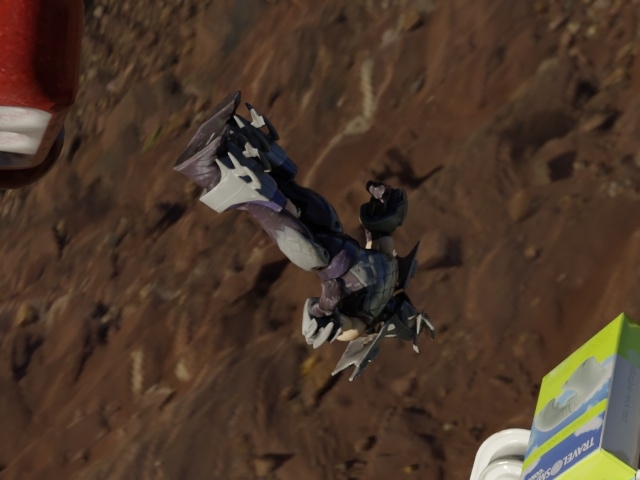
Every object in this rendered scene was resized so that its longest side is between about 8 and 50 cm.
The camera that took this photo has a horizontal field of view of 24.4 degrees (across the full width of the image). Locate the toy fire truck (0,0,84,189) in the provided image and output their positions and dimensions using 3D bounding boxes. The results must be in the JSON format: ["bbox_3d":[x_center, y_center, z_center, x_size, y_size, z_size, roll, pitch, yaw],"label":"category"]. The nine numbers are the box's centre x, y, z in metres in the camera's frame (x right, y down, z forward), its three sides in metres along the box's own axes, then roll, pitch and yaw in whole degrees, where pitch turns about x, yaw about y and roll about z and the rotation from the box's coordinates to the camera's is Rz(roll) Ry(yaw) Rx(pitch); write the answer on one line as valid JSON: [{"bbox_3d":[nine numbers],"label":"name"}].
[{"bbox_3d":[-0.217,-0.049,0.530,0.254,0.302,0.169,4,84,-13],"label":"toy fire truck"}]

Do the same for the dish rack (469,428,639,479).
[{"bbox_3d":[0.274,0.352,1.400,0.333,0.285,0.072,19,27,18],"label":"dish rack"}]

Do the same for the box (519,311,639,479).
[{"bbox_3d":[0.204,0.149,1.144,0.042,0.109,0.178,35,39,-9],"label":"box"}]

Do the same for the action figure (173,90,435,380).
[{"bbox_3d":[0.000,0.000,1.296,0.285,0.099,0.185,42,38,-16],"label":"action figure"}]
